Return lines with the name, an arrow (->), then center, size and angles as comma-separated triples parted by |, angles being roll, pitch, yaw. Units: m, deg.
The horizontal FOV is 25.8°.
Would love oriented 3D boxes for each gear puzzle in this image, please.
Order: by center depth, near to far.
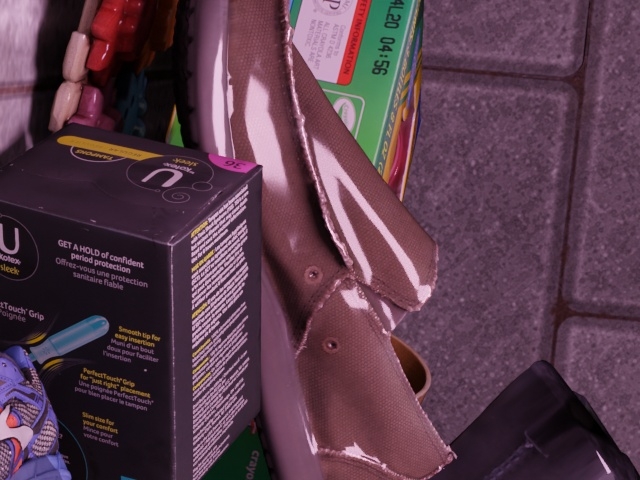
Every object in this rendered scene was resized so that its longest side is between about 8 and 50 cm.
gear puzzle -> -0.090, -0.180, 0.825 | 0.175, 0.044, 0.339 | -64, 171, -76

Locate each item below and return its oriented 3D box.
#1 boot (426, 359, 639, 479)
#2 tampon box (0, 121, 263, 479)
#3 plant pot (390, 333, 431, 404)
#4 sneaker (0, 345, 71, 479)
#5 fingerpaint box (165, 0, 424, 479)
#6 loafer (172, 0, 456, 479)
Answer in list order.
boot -> 0.042, 0.275, 1.045 | 0.445, 0.146, 0.367 | -44, 169, 4
tampon box -> -0.104, 0.037, 0.736 | 0.101, 0.120, 0.161 | -46, 145, -54
plant pot -> -0.033, 0.224, 1.501 | 0.237, 0.237, 0.254 | -71, 178, -70
sneaker -> -0.163, 0.086, 0.590 | 0.221, 0.083, 0.087 | 103, -21, -87
fingerpaint box -> -0.034, 0.031, 1.132 | 0.371, 0.163, 0.444 | 78, 26, -76
loafer -> 0.000, 0.000, 0.836 | 0.134, 0.130, 0.366 | -118, -165, -68
